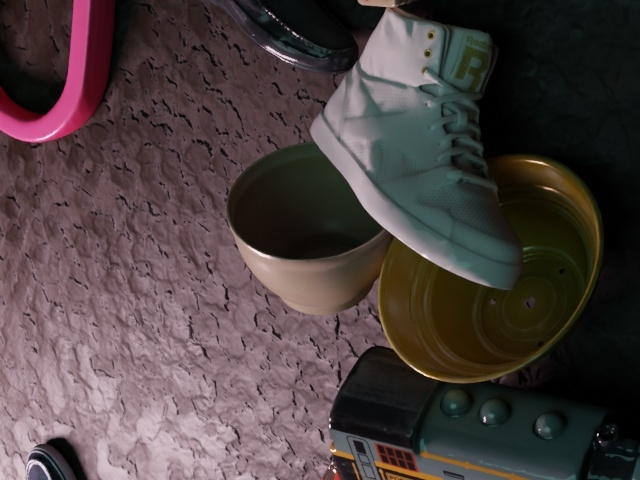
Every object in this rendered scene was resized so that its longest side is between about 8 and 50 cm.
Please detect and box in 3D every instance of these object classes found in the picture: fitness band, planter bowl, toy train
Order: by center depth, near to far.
[{"bbox_3d":[0.165,0.039,1.401,0.217,0.090,0.217,-19,55,28],"label":"planter bowl"},{"bbox_3d":[0.160,0.204,1.411,0.334,0.142,0.190,12,140,31],"label":"toy train"},{"bbox_3d":[0.000,0.000,1.502,0.162,0.162,0.109,22,141,28],"label":"planter bowl"},{"bbox_3d":[-0.311,-0.247,1.698,0.209,0.054,0.291,19,114,29],"label":"fitness band"}]

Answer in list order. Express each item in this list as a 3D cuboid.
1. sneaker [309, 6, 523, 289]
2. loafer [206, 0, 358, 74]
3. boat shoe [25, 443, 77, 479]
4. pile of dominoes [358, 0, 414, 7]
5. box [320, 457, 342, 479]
[{"bbox_3d":[0.104,-0.096,1.366,0.169,0.108,0.292,-60,42,19],"label":"sneaker"},{"bbox_3d":[-0.050,-0.234,1.505,0.223,0.076,0.078,40,130,24],"label":"loafer"},{"bbox_3d":[-0.318,0.331,1.843,0.065,0.083,0.183,-7,99,36],"label":"boat shoe"},{"bbox_3d":[0.054,-0.328,1.376,0.196,0.040,0.251,17,120,55],"label":"pile of dominoes"},{"bbox_3d":[0.040,0.377,1.623,0.201,0.057,0.293,38,121,20],"label":"box"}]
